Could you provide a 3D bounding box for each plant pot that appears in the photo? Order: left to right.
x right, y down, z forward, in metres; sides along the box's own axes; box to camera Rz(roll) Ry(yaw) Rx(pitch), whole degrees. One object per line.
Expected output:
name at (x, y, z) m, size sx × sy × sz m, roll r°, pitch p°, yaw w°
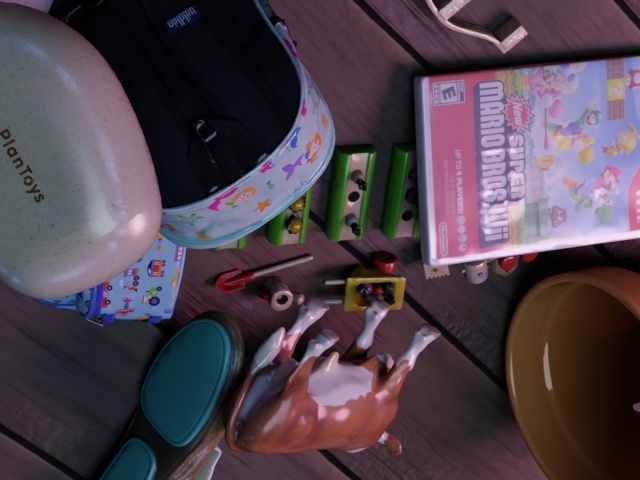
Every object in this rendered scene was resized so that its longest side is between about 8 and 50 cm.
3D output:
plant pot at (0.382, 0.157, 2.013) m, size 0.203 × 0.291 × 0.291 m, roll -15°, pitch 126°, yaw -33°

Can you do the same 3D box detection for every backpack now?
backpack at (-0.230, 0.002, 1.745) m, size 0.173 × 0.117 × 0.158 m, roll 6°, pitch 117°, yaw -22°
backpack at (-0.111, -0.120, 1.635) m, size 0.225 × 0.253 × 0.191 m, roll -36°, pitch 147°, yaw 0°

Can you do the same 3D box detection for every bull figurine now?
bull figurine at (0.021, 0.159, 1.892) m, size 0.310 × 0.101 × 0.188 m, roll -3°, pitch 123°, yaw -55°

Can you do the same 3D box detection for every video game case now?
video game case at (0.238, -0.089, 1.893) m, size 0.285 × 0.025 × 0.204 m, roll -8°, pitch 102°, yaw -21°

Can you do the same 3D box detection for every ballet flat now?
ballet flat at (-0.148, 0.217, 1.928) m, size 0.124 × 0.116 × 0.342 m, roll 4°, pitch 121°, yaw -48°

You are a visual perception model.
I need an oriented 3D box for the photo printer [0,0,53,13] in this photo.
photo printer at (-0.397, -0.228, 1.520) m, size 0.307 × 0.107 × 0.256 m, roll -32°, pitch 138°, yaw -2°

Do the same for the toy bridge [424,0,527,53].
toy bridge at (0.142, -0.252, 1.796) m, size 0.063 × 0.026 × 0.188 m, roll -40°, pitch 127°, yaw 7°

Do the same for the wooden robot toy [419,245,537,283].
wooden robot toy at (0.200, 0.021, 1.967) m, size 0.173 × 0.076 × 0.079 m, roll -22°, pitch 137°, yaw -9°

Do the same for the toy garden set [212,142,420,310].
toy garden set at (0.000, 0.000, 1.880) m, size 0.244 × 0.049 × 0.204 m, roll -4°, pitch 122°, yaw -20°

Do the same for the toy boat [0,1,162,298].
toy boat at (-0.304, -0.062, 1.537) m, size 0.318 × 0.148 × 0.267 m, roll -21°, pitch 97°, yaw 12°
